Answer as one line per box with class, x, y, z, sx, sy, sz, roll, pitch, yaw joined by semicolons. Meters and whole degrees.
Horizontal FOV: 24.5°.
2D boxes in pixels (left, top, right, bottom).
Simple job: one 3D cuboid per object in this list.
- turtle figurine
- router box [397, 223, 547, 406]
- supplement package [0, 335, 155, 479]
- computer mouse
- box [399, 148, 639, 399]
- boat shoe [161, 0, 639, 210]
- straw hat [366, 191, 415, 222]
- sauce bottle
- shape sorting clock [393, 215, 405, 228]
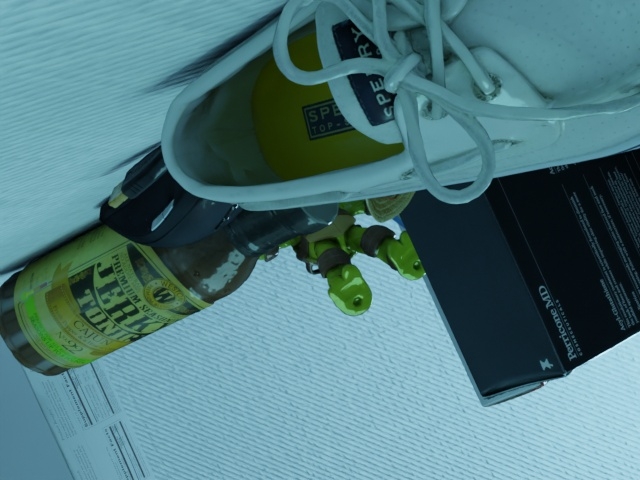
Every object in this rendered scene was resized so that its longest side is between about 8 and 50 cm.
turtle figurine;0.000;0.000;1.503;0.269;0.087;0.217;-18;-149;-20
router box;0.211;-0.002;1.780;0.082;0.335;0.301;-25;179;29
supplement package;-0.355;0.215;1.709;0.204;0.262;0.145;-25;178;25
computer mouse;-0.096;-0.034;1.092;0.262;0.060;0.184;-26;178;41
box;0.159;-0.038;1.123;0.184;0.261;0.103;-22;177;-39
boat shoe;0.048;-0.085;0.673;0.156;0.135;0.367;-19;-176;-44
straw hat;0.028;-0.088;0.896;0.061;0.144;0.144;17;-164;22
sauce bottle;-0.138;0.016;1.289;0.344;0.111;0.111;-27;177;32
shape sorting clock;0.112;-0.042;1.459;0.040;0.206;0.206;-50;168;22
